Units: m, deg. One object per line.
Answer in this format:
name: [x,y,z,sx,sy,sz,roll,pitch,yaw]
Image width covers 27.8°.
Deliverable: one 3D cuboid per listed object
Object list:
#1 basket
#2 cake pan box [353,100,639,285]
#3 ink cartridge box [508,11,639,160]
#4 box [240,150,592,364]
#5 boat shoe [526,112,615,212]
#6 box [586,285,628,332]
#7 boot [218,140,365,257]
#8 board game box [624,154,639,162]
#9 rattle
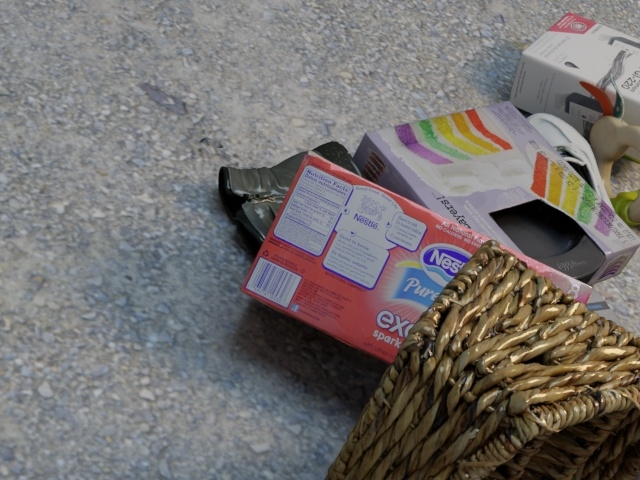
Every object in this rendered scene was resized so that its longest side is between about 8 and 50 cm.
basket: [0.137,0.194,1.061,0.223,0.299,0.213,35,40,10]
cake pan box: [0.201,-0.035,1.474,0.246,0.070,0.267,-16,56,-35]
ink cartridge box: [0.393,-0.211,1.764,0.218,0.092,0.158,28,44,21]
box: [0.091,0.048,1.263,0.300,0.154,0.142,25,-2,4]
boat shoe: [0.311,-0.088,1.618,0.226,0.083,0.076,62,7,35]
box: [0.246,0.062,1.473,0.145,0.038,0.186,-6,48,-33]
boot: [0.000,0.000,1.392,0.161,0.083,0.246,-19,55,-29]
board game box: [0.515,-0.125,1.820,0.181,0.043,0.092,22,39,-5]
rattle: [0.418,-0.116,1.671,0.143,0.130,0.199,-4,64,-17]
